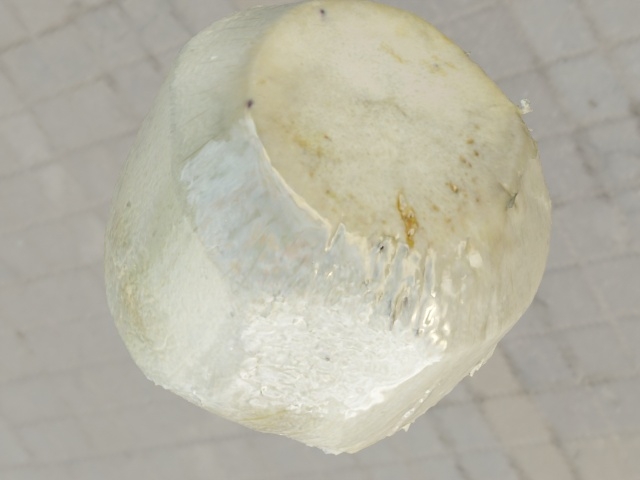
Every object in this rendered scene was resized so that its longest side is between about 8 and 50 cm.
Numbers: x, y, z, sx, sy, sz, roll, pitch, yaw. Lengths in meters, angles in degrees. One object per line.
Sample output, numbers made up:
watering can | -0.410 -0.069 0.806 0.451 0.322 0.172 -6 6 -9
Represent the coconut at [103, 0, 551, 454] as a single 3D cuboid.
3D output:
coconut | 0.000 0.000 0.928 0.245 0.245 0.247 36 143 3
